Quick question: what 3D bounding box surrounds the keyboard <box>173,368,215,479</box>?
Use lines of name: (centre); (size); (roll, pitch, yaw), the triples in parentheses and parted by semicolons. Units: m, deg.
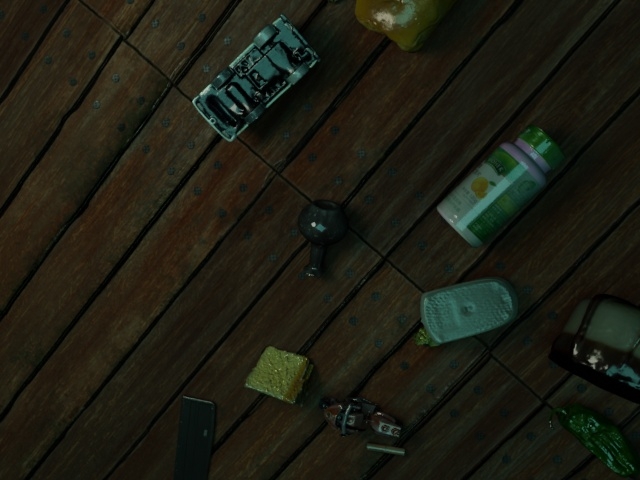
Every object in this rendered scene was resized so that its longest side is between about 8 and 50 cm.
keyboard: (-0.328, 0.491, 1.596); (0.103, 0.041, 0.382); (10, 106, 7)

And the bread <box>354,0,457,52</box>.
bread: (0.227, -0.574, 1.293); (0.195, 0.149, 0.344); (36, 101, 2)

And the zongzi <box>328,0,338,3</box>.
zongzi: (0.049, -0.580, 1.385); (0.083, 0.040, 0.076); (-15, 102, -7)

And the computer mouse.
computer mouse: (0.339, 0.156, 1.402); (0.230, 0.079, 0.128); (-12, 79, 0)

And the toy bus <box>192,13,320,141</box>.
toy bus: (-0.140, -0.364, 1.376); (0.276, 0.165, 0.134); (-39, 105, 13)

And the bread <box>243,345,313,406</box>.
bread: (-0.098, 0.336, 1.479); (0.147, 0.152, 0.127); (17, 92, 9)

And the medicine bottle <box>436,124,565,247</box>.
medicine bottle: (0.395, -0.120, 1.339); (0.274, 0.133, 0.133); (-44, 89, 11)

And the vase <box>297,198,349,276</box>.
vase: (0.000, 0.000, 1.437); (0.120, 0.120, 0.183); (12, 114, 7)

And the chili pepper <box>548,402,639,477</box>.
chili pepper: (0.640, 0.456, 1.409); (0.257, 0.074, 0.100); (41, 102, 1)

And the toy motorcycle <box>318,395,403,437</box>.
toy motorcycle: (0.095, 0.429, 1.471); (0.212, 0.118, 0.084); (15, 91, 7)

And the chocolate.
chocolate: (0.648, 0.223, 1.298); (0.283, 0.283, 0.186); (28, 83, 4)

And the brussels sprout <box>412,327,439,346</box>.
brussels sprout: (0.258, 0.224, 1.442); (0.085, 0.085, 0.058); (-21, 97, 11)

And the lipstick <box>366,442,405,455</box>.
lipstick: (0.162, 0.518, 1.524); (0.094, 0.019, 0.019); (6, 99, 9)
